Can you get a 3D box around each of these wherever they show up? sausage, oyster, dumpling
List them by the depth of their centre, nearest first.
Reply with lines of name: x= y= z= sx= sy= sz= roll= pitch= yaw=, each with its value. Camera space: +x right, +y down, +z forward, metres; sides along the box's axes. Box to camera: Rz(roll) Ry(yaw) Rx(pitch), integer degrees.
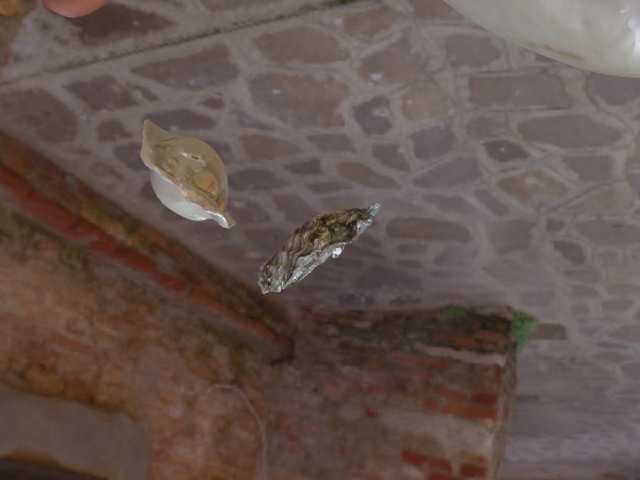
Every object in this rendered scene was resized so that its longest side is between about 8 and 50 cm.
oyster: x=0.000 y=0.001 z=0.719 sx=0.100 sy=0.037 sz=0.098 roll=-33 pitch=175 yaw=-30
sausage: x=-0.263 y=-0.311 z=1.007 sx=0.077 sy=0.077 sz=0.194 roll=24 pitch=156 yaw=-39
dumpling: x=-0.218 y=-0.099 z=1.428 sx=0.124 sy=0.151 sz=0.229 roll=-41 pitch=111 yaw=11

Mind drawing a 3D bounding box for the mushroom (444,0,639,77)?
mushroom: x=0.139 y=-0.228 z=0.338 sx=0.298 sy=0.297 sz=0.290 roll=0 pitch=164 yaw=12
